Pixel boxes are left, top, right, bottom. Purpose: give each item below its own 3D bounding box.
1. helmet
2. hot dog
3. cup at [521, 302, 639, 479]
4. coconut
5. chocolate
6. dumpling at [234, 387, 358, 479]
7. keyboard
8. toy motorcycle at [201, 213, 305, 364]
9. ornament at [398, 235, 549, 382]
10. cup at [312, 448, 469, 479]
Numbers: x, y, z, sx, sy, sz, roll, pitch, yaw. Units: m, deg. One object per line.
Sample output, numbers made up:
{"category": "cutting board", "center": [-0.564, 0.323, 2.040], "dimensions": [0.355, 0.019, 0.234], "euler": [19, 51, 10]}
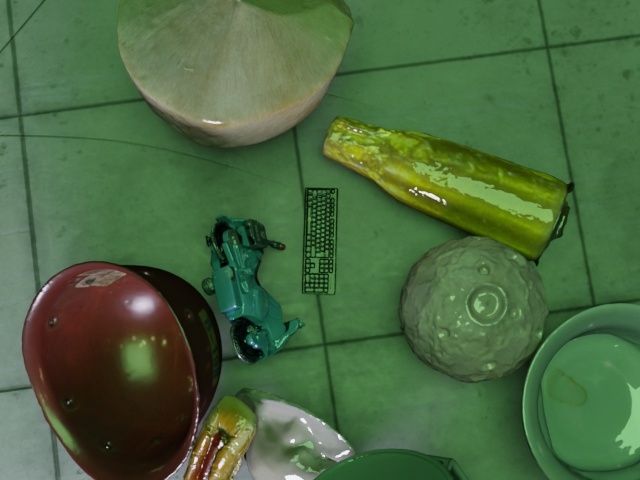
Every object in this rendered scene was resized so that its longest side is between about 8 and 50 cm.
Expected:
{"category": "helmet", "center": [-0.293, 0.199, 1.719], "dimensions": [0.338, 0.230, 0.384], "euler": [-8, 99, 26]}
{"category": "hot dog", "center": [-0.176, 0.366, 1.713], "dimensions": [0.084, 0.073, 0.242], "euler": [36, 127, 17]}
{"category": "cup", "center": [0.493, 0.282, 1.759], "dimensions": [0.347, 0.163, 0.347], "euler": [0, 86, -6]}
{"category": "coconut", "center": [-0.141, -0.345, 1.717], "dimensions": [0.416, 0.415, 0.344], "euler": [-21, 81, -5]}
{"category": "chocolate", "center": [0.220, -0.114, 1.818], "dimensions": [0.446, 0.162, 0.162], "euler": [23, 82, 3]}
{"category": "dumpling", "center": [-0.042, 0.366, 1.716], "dimensions": [0.293, 0.204, 0.163], "euler": [42, 83, 2]}
{"category": "keyboard", "center": [0.000, 0.000, 1.870], "dimensions": [0.064, 0.010, 0.198], "euler": [1, 82, 0]}
{"category": "toy motorcycle", "center": [-0.120, 0.089, 1.781], "dimensions": [0.124, 0.182, 0.272], "euler": [-23, 69, 25]}
{"category": "ornament", "center": [0.265, 0.119, 1.752], "dimensions": [0.260, 0.225, 0.259], "euler": [0, 81, -1]}
{"category": "cup", "center": [0.128, 0.532, 1.610], "dimensions": [0.310, 0.401, 0.392], "euler": [-14, 117, 6]}
